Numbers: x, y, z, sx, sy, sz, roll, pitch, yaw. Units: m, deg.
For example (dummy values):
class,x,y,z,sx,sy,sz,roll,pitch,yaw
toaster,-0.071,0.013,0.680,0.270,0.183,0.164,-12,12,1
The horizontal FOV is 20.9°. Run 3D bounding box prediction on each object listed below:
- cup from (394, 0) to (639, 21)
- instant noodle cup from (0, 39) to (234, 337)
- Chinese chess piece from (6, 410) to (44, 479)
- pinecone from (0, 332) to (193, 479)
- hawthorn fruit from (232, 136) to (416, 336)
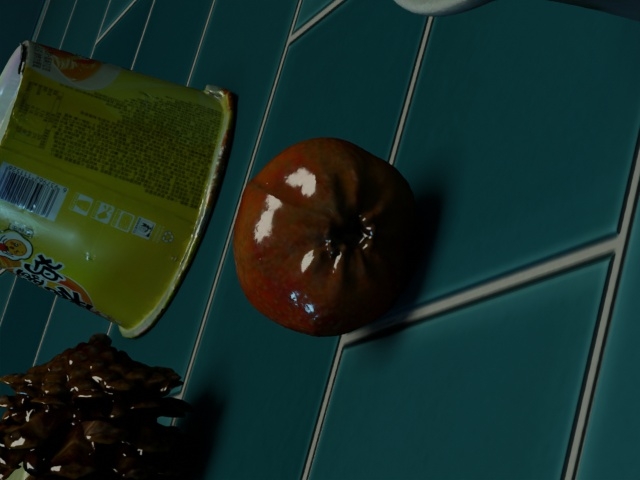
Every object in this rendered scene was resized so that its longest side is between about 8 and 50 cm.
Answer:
class,x,y,z,sx,sy,sz,roll,pitch,yaw
cup,0.173,-0.225,0.731,0.347,0.163,0.347,-54,23,35
instant noodle cup,-0.226,-0.058,1.638,0.264,0.200,0.264,-56,23,37
Chinese chess piece,-0.241,0.245,1.487,0.250,0.101,0.250,-55,22,35
pinecone,-0.174,0.158,1.322,0.173,0.173,0.173,-55,22,35
hawthorn fruit,0.000,0.000,1.062,0.128,0.128,0.128,-55,22,35
